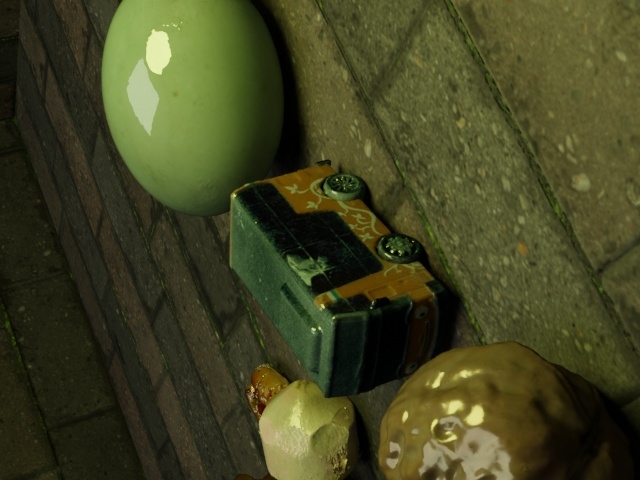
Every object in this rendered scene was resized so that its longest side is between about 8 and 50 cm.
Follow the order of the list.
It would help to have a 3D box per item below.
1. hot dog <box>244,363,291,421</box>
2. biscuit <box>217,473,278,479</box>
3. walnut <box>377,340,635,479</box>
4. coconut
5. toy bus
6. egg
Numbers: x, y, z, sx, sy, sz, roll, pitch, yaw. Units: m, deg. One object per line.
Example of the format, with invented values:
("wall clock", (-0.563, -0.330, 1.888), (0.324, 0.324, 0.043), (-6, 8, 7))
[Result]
("hot dog", (-0.063, 0.320, 1.904), (0.252, 0.069, 0.131), (40, 139, 49))
("biscuit", (-0.025, 0.466, 1.680), (0.366, 0.268, 0.115), (-171, 86, -65))
("walnut", (0.193, 0.239, 1.108), (0.273, 0.273, 0.227), (124, 157, -60))
("coconut", (-0.016, 0.310, 1.690), (0.171, 0.170, 0.183), (38, 140, 53))
("toy bus", (0.015, 0.047, 1.413), (0.323, 0.194, 0.162), (51, 146, 42))
("egg", (-0.193, -0.223, 1.587), (0.276, 0.276, 0.389), (32, 132, 56))
